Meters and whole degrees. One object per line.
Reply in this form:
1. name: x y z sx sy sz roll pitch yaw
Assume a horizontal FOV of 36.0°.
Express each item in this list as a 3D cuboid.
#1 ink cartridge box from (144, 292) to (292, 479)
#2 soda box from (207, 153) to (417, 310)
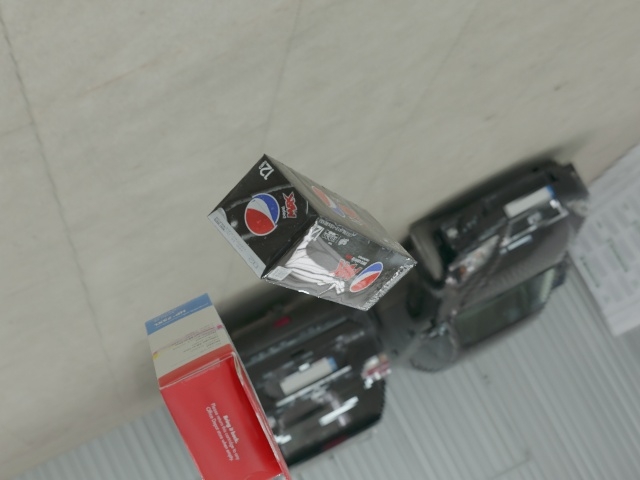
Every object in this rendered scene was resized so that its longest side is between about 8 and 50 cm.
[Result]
1. ink cartridge box: -0.102 0.155 0.953 0.078 0.134 0.231 -25 -162 -7
2. soda box: 0.000 0.000 0.640 0.053 0.060 0.169 -47 155 9
